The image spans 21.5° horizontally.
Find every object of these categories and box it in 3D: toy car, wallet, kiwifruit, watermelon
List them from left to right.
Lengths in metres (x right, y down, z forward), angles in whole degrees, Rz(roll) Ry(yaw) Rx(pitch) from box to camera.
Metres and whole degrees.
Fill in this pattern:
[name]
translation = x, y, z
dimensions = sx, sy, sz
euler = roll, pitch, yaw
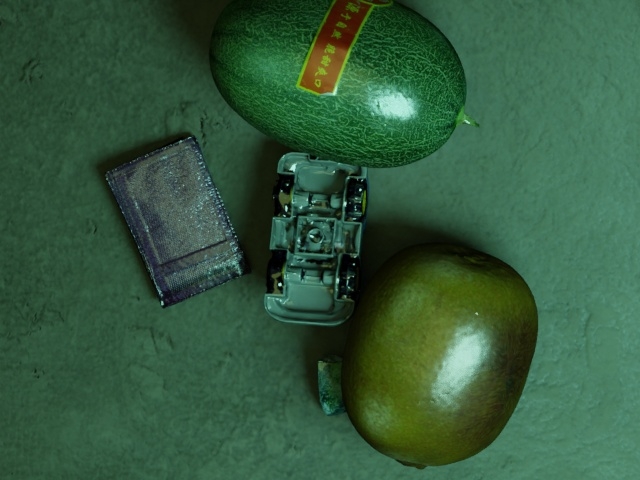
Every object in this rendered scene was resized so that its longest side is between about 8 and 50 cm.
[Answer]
[wallet]
translation = -0.155, -0.020, 1.840
dimensions = 0.111, 0.030, 0.166
euler = -23, 92, 12
[toy car]
translation = 0.000, 0.000, 1.791
dimensions = 0.097, 0.100, 0.191
euler = 4, 78, 9
[watermelon]
translation = 0.017, 0.150, 1.833
dimensions = 0.085, 0.085, 0.061
euler = -43, 49, 11
[kiwifruit]
translation = 0.120, 0.122, 1.734
dimensions = 0.196, 0.196, 0.234
euler = 13, 101, 7

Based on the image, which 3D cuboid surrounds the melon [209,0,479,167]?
[melon]
translation = 0.027, -0.168, 1.716
dimensions = 0.287, 0.182, 0.182
euler = 20, 100, 2
